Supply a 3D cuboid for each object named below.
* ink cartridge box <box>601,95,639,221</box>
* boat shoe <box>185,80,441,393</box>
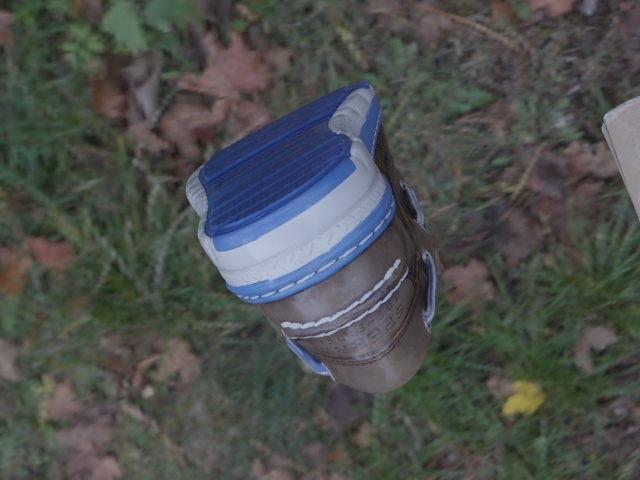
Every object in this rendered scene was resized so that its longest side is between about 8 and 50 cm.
[{"bbox_3d":[0.267,-0.027,0.629,0.235,0.193,0.088,-29,46,23],"label":"ink cartridge box"},{"bbox_3d":[0.000,0.000,0.461,0.066,0.183,0.066,-28,102,9],"label":"boat shoe"}]
